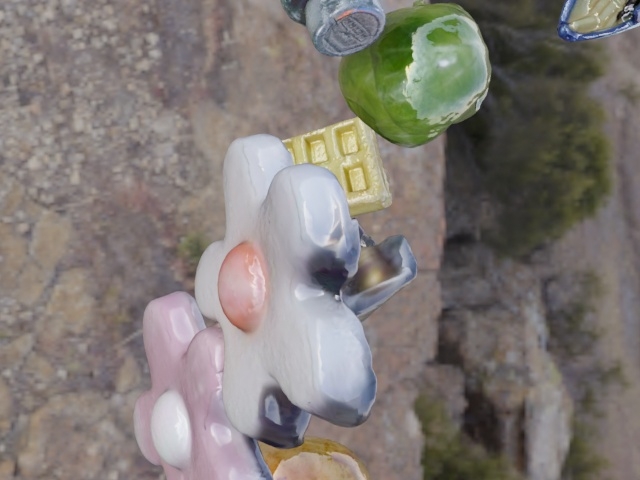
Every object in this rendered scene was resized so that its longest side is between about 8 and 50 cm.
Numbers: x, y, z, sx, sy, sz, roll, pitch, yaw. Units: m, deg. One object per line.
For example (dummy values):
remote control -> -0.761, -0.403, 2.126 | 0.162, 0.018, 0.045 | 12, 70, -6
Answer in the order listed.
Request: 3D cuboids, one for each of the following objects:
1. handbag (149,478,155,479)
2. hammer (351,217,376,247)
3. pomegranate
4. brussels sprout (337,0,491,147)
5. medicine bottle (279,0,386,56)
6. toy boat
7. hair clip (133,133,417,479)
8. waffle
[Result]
handbag -> -0.197, 0.379, 1.475 | 0.059, 0.212, 0.157 | 17, 85, -9
hammer -> 0.000, 0.000, 1.512 | 0.021, 0.178, 0.065 | -49, 122, -29
pomegranate -> -0.035, 0.320, 1.462 | 0.207, 0.207, 0.207 | 7, 82, -55
brussels sprout -> 0.144, -0.250, 1.806 | 0.244, 0.244, 0.244 | 7, 82, -55
medicine bottle -> -0.007, -0.387, 1.644 | 0.141, 0.141, 0.293 | 24, 40, -53
toy boat -> 0.354, -0.320, 1.339 | 0.115, 0.262, 0.114 | -5, 50, -45
hair clip -> -0.033, 0.056, 0.577 | 0.075, 0.257, 0.146 | -6, 57, -38
waffle -> -0.020, -0.105, 2.127 | 0.057, 0.274, 0.168 | 54, 23, -62
